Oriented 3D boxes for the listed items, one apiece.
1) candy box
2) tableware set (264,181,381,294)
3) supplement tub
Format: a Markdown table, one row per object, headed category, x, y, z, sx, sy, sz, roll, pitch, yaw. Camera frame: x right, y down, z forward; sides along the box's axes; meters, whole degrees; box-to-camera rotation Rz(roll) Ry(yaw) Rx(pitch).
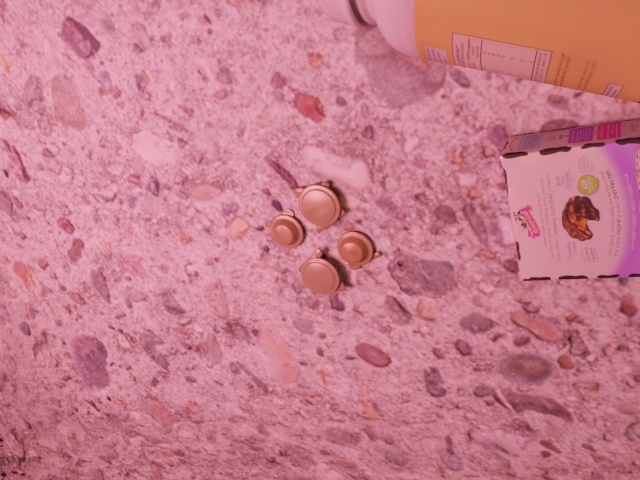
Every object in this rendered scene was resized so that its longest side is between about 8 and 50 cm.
| category | x | y | z | sx | sy | sz | roll | pitch | yaw |
| --- | --- | --- | --- | --- | --- | --- | --- | --- | --- |
| candy box | 0.315 | -0.043 | 0.688 | 0.196 | 0.070 | 0.164 | -4 | 117 | 27 |
| tableware set | 0.000 | 0.000 | 0.902 | 0.141 | 0.020 | 0.168 | -31 | 100 | 34 |
| supplement tub | 0.183 | -0.258 | 0.517 | 0.332 | 0.241 | 0.240 | 17 | 124 | 16 |
